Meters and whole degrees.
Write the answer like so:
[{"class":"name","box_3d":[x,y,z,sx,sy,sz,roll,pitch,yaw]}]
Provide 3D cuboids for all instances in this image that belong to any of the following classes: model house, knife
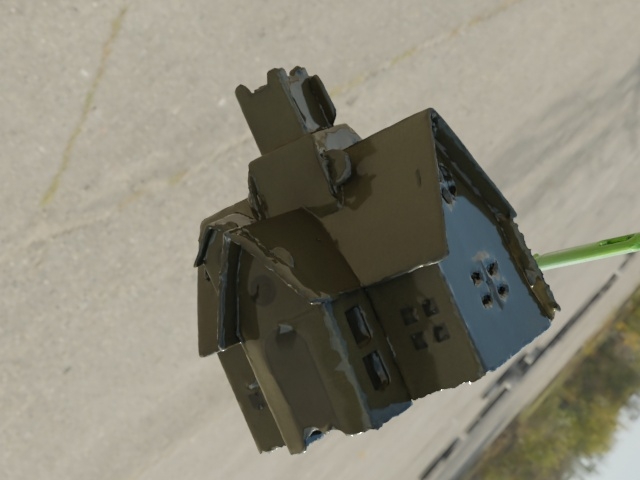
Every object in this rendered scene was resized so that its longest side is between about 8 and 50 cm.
[{"class":"model house","box_3d":[0.000,0.000,0.788,0.211,0.243,0.204,-24,178,29]},{"class":"knife","box_3d":[0.216,0.021,1.080,0.054,0.015,0.212,-31,-171,-37]}]
